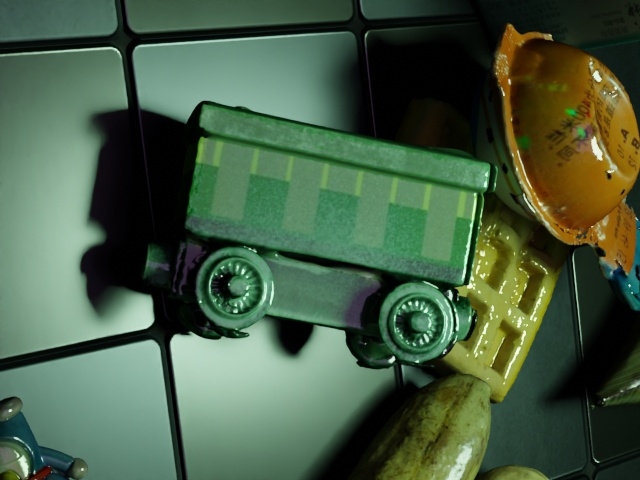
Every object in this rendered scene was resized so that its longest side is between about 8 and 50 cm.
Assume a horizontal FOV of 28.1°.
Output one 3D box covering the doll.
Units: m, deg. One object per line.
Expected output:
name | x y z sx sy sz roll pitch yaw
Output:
doll | -0.233 0.200 0.991 0.114 0.085 0.152 -22 93 -9

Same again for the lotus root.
lotus root | 0.079 0.233 1.195 0.258 0.110 0.097 -60 162 -22

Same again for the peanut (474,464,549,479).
peanut | 0.187 0.300 1.264 0.140 0.109 0.159 -7 107 -63

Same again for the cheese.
cheese | 0.246 -0.066 1.227 0.329 0.129 0.217 50 42 -33

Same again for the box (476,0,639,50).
box | 0.259 -0.268 1.231 0.092 0.245 0.153 -40 113 -32

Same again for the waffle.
waffle | 0.139 0.013 1.263 0.248 0.055 0.221 35 71 -30

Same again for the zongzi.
zongzi | 0.379 0.069 1.398 0.242 0.112 0.221 0 92 -34

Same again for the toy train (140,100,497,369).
toy train | 0.000 0.000 1.093 0.301 0.120 0.202 10 84 -15
